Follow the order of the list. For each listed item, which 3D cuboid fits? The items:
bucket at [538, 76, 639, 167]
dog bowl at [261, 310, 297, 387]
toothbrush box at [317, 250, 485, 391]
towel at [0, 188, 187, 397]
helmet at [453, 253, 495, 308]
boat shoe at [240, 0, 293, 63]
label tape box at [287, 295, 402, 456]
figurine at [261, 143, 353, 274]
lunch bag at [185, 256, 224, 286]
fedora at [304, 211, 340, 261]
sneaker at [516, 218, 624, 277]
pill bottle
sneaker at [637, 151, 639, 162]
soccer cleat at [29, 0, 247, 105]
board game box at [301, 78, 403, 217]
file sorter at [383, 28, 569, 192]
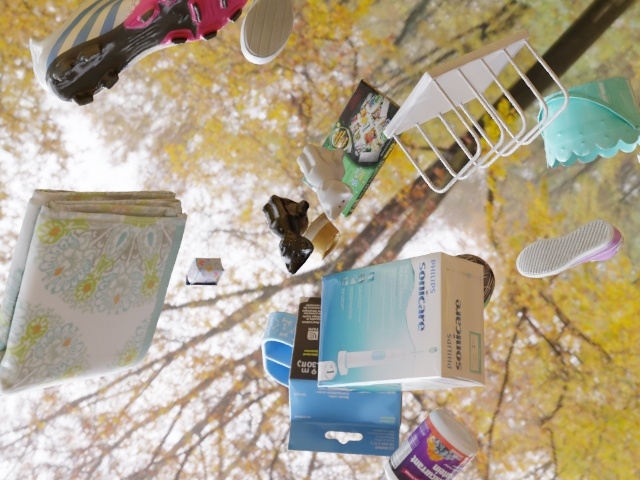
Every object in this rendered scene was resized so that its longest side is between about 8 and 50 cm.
[{"bbox_3d":[0.719,-0.311,2.204,0.281,0.281,0.183,-7,-97,-55],"label":"bucket"},{"bbox_3d":[-0.070,0.288,2.094,0.166,0.297,0.074,21,-122,12],"label":"dog bowl"},{"bbox_3d":[0.140,0.156,1.488,0.126,0.295,0.216,16,-112,-40],"label":"toothbrush box"},{"bbox_3d":[-0.411,0.085,1.475,0.090,0.374,0.320,28,-163,33],"label":"towel"},{"bbox_3d":[0.333,0.116,1.994,0.169,0.161,0.169,3,-107,-9],"label":"helmet"},{"bbox_3d":[-0.113,-0.511,1.891,0.109,0.094,0.302,19,-119,-9],"label":"boat shoe"},{"bbox_3d":[0.060,0.284,1.785,0.241,0.106,0.333,2,-131,5],"label":"label tape box"},{"bbox_3d":[-0.017,-0.062,1.579,0.092,0.215,0.209,27,-158,-24],"label":"figurine"},{"bbox_3d":[-0.271,0.081,1.934,0.071,0.083,0.053,3,-132,-31],"label":"lunch bag"},{"bbox_3d":[0.000,0.000,2.434,0.079,0.194,0.194,39,-154,12],"label":"fedora"},{"bbox_3d":[0.690,0.042,2.264,0.161,0.282,0.102,20,-125,-50],"label":"sneaker"},{"bbox_3d":[0.185,0.409,1.499,0.108,0.193,0.108,37,-169,-9],"label":"pill bottle"},{"bbox_3d":[0.841,-0.173,1.919,0.090,0.095,0.235,43,177,-35],"label":"sneaker"},{"bbox_3d":[-0.263,-0.321,1.175,0.143,0.331,0.116,52,168,34],"label":"soccer cleat"},{"bbox_3d":[0.073,-0.190,1.729,0.136,0.259,0.030,42,-153,18],"label":"board game box"},{"bbox_3d":[0.303,-0.240,1.572,0.278,0.193,0.173,-29,-103,-31],"label":"file sorter"}]
